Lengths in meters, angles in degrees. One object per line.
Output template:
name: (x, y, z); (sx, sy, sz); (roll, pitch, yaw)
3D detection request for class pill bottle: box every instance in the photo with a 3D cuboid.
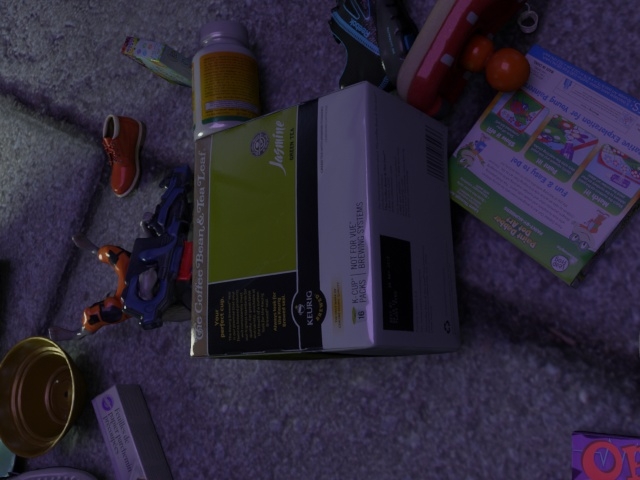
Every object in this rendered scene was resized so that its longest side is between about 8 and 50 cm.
pill bottle: (-0.165, -0.268, 1.215); (0.117, 0.117, 0.208); (-11, 75, 26)

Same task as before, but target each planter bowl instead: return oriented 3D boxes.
planter bowl: (-0.504, 0.289, 1.304); (0.217, 0.090, 0.217); (-6, 78, 26)

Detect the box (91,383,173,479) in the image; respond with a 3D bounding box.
box: (-0.300, 0.403, 1.187); (0.063, 0.067, 0.324); (-35, 67, 18)

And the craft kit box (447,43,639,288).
craft kit box: (0.322, -0.105, 0.959); (0.250, 0.061, 0.246); (42, 98, 28)

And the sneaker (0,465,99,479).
sneaker: (-0.542, 0.480, 1.273); (0.321, 0.127, 0.126); (-15, 90, 0)

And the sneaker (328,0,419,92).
sneaker: (0.066, -0.391, 1.112); (0.139, 0.125, 0.341); (-18, 70, 29)

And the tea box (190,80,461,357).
tea box: (0.000, 0.000, 0.989); (0.323, 0.220, 0.329); (-9, 76, 37)

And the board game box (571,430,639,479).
board game box: (0.470, 0.340, 0.798); (0.347, 0.056, 0.208); (-2, 75, 28)

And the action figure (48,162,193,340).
action figure: (-0.288, 0.040, 1.233); (0.330, 0.178, 0.341); (-4, 51, 21)

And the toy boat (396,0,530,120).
toy boat: (0.220, -0.258, 0.962); (0.151, 0.151, 0.231); (35, 107, 19)

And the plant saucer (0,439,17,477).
plant saucer: (-0.661, 0.421, 1.393); (0.195, 0.037, 0.195); (-6, 78, 28)

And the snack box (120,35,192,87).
snack box: (-0.276, -0.320, 1.270); (0.100, 0.141, 0.037); (18, 88, 30)

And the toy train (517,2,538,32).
toy train: (0.237, -0.334, 1.057); (0.166, 0.046, 0.125); (-16, 95, 16)

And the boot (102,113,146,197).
boot: (-0.388, -0.163, 1.334); (0.059, 0.084, 0.158); (1, 82, 27)
